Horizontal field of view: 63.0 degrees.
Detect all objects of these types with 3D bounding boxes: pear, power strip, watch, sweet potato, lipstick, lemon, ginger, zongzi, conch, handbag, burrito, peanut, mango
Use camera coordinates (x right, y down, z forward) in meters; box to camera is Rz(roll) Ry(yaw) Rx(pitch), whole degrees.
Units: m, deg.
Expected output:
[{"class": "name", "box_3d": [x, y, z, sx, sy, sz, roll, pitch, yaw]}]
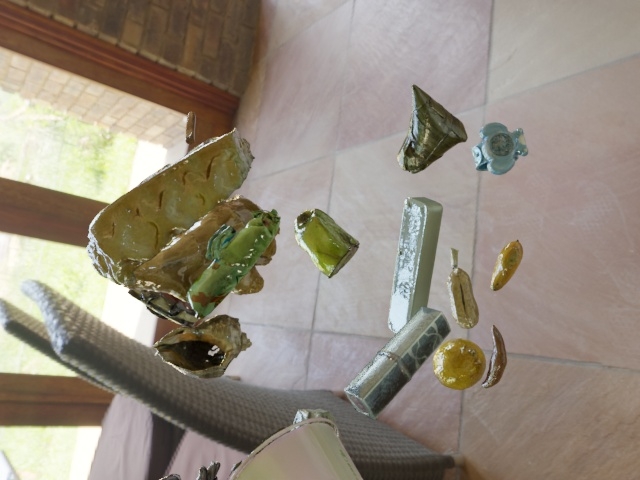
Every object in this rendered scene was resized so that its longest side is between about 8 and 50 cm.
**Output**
[{"class": "pear", "box_3d": [0.000, 0.000, 1.928, 0.255, 0.238, 0.164, 43, 104, 5]}, {"class": "power strip", "box_3d": [0.235, 0.083, 1.319, 0.091, 0.062, 0.385, 33, 124, 54]}, {"class": "watch", "box_3d": [0.708, -0.349, 2.083, 0.193, 0.211, 0.211, 60, -142, -79]}, {"class": "sweet potato", "box_3d": [0.605, 0.415, 1.796, 0.078, 0.058, 0.255, -139, 42, -55]}, {"class": "lipstick", "box_3d": [0.180, 0.266, 1.179, 0.289, 0.077, 0.076, -42, 24, -25]}, {"class": "lemon", "box_3d": [0.516, 0.461, 1.952, 0.257, 0.188, 0.188, 116, 151, -58]}, {"class": "ginger", "box_3d": [-0.259, 0.049, 1.235, 0.375, 0.236, 0.166, -39, 18, -18]}, {"class": "zongzi", "box_3d": [0.311, -0.360, 1.737, 0.251, 0.274, 0.125, -40, 38, 30]}, {"class": "conch", "box_3d": [-0.243, 0.223, 1.089, 0.155, 0.207, 0.130, -159, 75, -70]}, {"class": "handbag", "box_3d": [-0.488, 0.167, 1.707, 0.181, 0.254, 0.181, -61, 2, -3]}, {"class": "burrito", "box_3d": [-0.193, 0.037, 1.078, 0.288, 0.104, 0.054, -48, 7, 15]}, {"class": "peanut", "box_3d": [0.396, 0.161, 1.460, 0.080, 0.080, 0.174, -11, 91, 52]}, {"class": "mango", "box_3d": [0.632, 0.084, 1.772, 0.075, 0.098, 0.190, 28, 114, 29]}]

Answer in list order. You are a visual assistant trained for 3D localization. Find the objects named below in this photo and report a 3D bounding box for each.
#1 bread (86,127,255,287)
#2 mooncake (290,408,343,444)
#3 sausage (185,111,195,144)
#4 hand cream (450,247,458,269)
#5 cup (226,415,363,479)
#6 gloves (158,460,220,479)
[{"class": "bread", "box_3d": [-0.178, -0.044, 0.613, 0.232, 0.088, 0.128, -37, 28, 8]}, {"class": "mooncake", "box_3d": [-0.011, 0.619, 1.467, 0.250, 0.136, 0.254, -88, -12, -54]}, {"class": "sausage", "box_3d": [-0.343, -0.299, 1.382, 0.026, 0.026, 0.116, -46, 37, 35]}, {"class": "hand cream", "box_3d": [0.501, 0.069, 1.949, 0.102, 0.035, 0.022, -77, 11, -45]}, {"class": "cup", "box_3d": [-0.002, 0.490, 0.895, 0.274, 0.253, 0.253, 43, 114, 41]}, {"class": "gloves", "box_3d": [-0.315, 0.539, 1.087, 0.142, 0.285, 0.119, 9, 95, 32]}]
